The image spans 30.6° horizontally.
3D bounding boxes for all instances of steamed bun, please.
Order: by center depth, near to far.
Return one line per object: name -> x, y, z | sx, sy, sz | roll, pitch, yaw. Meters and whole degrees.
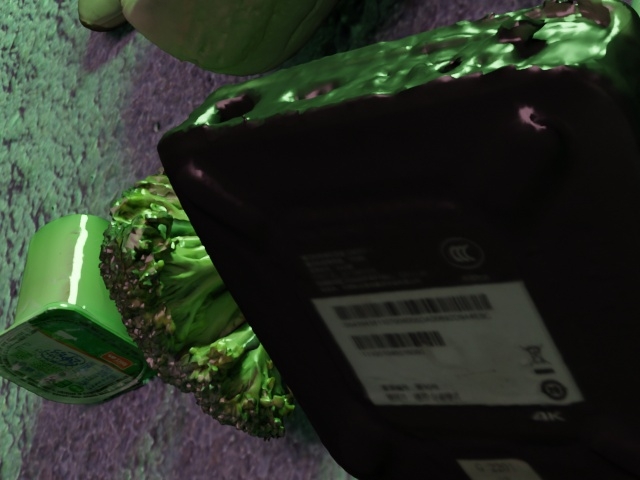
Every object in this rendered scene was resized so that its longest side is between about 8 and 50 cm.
steamed bun -> -0.077, -0.322, 1.131 | 0.247, 0.236, 0.383 | -50, 38, 24

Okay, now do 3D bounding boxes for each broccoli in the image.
broccoli -> -0.006, 0.007, 0.949 | 0.361, 0.221, 0.252 | -22, 21, 34

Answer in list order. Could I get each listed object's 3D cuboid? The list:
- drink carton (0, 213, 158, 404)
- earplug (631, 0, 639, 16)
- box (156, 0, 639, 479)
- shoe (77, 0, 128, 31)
drink carton -> -0.242, 0.064, 1.164 | 0.144, 0.146, 0.142 | -28, 45, 30
earplug -> 0.277, -0.170, 0.758 | 0.185, 0.185, 0.324 | -11, 54, 39
box -> 0.092, 0.037, 0.741 | 0.359, 0.350, 0.091 | -7, 32, 41
shoe -> -0.217, -0.375, 1.377 | 0.103, 0.098, 0.275 | 26, 89, 49
